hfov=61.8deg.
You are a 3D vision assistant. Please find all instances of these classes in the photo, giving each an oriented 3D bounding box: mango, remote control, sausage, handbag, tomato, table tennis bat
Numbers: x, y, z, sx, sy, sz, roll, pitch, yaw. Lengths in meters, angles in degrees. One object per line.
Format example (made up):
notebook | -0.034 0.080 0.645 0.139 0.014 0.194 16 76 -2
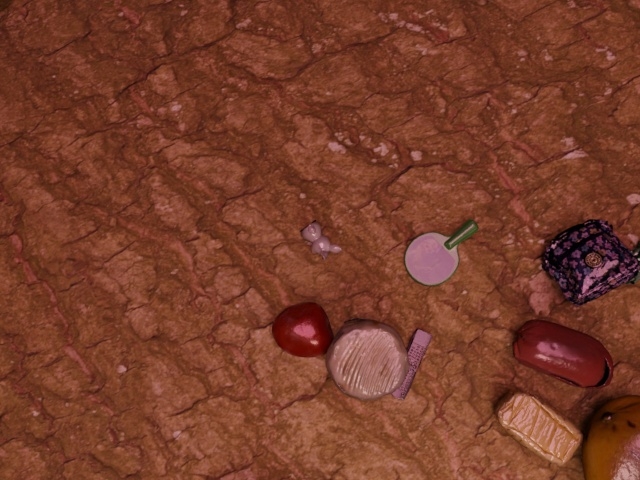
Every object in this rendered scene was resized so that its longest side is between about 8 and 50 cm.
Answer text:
mango | 0.861 0.642 1.424 0.301 0.220 0.445 -13 91 -6
remote control | 0.264 0.364 1.575 0.059 0.028 0.212 26 84 2
sausage | 0.682 0.320 1.504 0.279 0.152 0.152 21 83 5
handbag | 0.764 0.054 1.527 0.228 0.127 0.208 -33 58 10
tomato | -0.055 0.269 1.574 0.174 0.082 0.166 -16 82 -2
table tennis bat | 0.370 0.027 1.616 0.257 0.039 0.160 -39 84 -1

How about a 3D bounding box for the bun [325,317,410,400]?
bun | 0.130 0.333 1.528 0.239 0.141 0.239 0 88 3

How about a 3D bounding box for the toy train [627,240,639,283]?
toy train | 0.936 0.057 1.554 0.178 0.104 0.071 -41 86 -2

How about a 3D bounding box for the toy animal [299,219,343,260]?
toy animal | -0.002 0.001 1.617 0.071 0.085 0.124 -32 87 -20

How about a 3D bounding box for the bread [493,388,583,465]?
bread | 0.602 0.516 1.499 0.236 0.106 0.140 36 86 7
